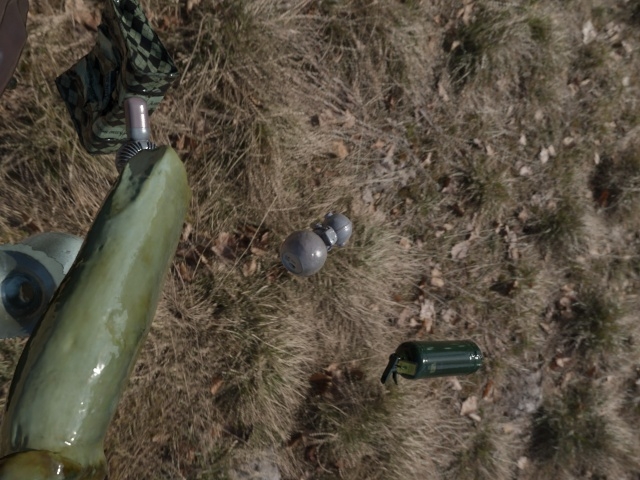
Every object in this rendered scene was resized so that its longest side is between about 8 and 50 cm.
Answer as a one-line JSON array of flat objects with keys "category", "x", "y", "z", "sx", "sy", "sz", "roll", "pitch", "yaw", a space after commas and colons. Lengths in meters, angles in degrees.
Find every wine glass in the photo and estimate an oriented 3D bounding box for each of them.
[{"category": "wine glass", "x": -0.610, "y": 0.092, "z": 1.165, "sx": 0.237, "sy": 0.323, "sz": 0.238, "roll": -1, "pitch": 98, "yaw": -4}]

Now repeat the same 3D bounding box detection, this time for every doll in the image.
[{"category": "doll", "x": 0.000, "y": 0.000, "z": 1.651, "sx": 0.287, "sy": 0.151, "sz": 0.151, "roll": -37, "pitch": 93, "yaw": -40}]

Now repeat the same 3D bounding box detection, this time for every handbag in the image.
[{"category": "handbag", "x": -0.622, "y": -0.497, "z": 1.566, "sx": 0.180, "sy": 0.416, "sz": 0.317, "roll": -16, "pitch": 77, "yaw": -49}]

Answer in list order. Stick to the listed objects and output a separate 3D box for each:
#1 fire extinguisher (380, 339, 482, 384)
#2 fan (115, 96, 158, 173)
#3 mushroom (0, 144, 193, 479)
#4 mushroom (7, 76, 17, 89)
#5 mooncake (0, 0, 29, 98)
[{"category": "fire extinguisher", "x": 0.278, "y": 0.309, "z": 1.325, "sx": 0.311, "sy": 0.095, "sz": 0.115, "roll": 9, "pitch": 96, "yaw": -37}, {"category": "fan", "x": -0.505, "y": -0.275, "z": 1.451, "sx": 0.130, "sy": 0.074, "sz": 0.244, "roll": -11, "pitch": 106, "yaw": -41}, {"category": "mushroom", "x": -0.184, "y": 0.060, "z": 0.444, "sx": 0.081, "sy": 0.100, "sz": 0.312, "roll": 11, "pitch": 60, "yaw": 0}, {"category": "mushroom", "x": -0.903, "y": -0.581, "z": 1.461, "sx": 0.068, "sy": 0.043, "sz": 0.307, "roll": -8, "pitch": 101, "yaw": -26}, {"category": "mooncake", "x": -0.443, "y": -0.228, "z": 0.416, "sx": 0.381, "sy": 0.350, "sz": 0.212, "roll": 35, "pitch": 50, "yaw": -52}]
